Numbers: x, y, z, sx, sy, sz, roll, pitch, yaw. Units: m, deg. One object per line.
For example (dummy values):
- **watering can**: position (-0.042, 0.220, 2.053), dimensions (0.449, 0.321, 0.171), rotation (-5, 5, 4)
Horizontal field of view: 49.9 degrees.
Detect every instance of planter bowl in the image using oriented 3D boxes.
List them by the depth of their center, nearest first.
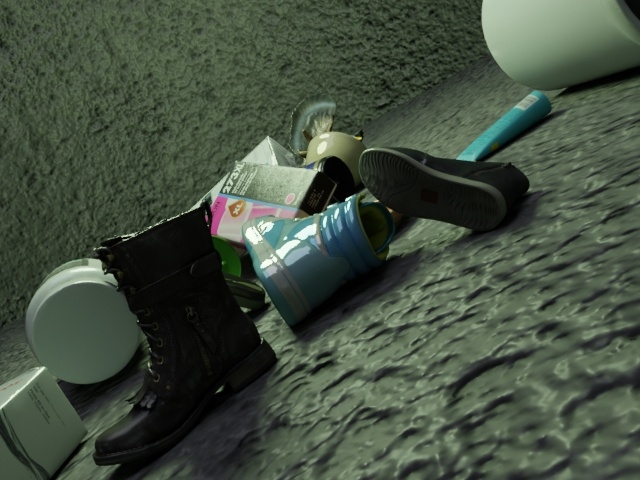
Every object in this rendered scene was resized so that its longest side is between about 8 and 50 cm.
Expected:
- **planter bowl**: position (0.035, -0.171, 1.688), dimensions (0.162, 0.162, 0.109), rotation (-20, 40, 39)

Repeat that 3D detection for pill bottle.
- **pill bottle**: position (-0.438, 0.144, 1.286), dimensions (0.204, 0.204, 0.361), rotation (-32, 11, -15)
- **pill bottle**: position (-0.037, -0.106, 1.605), dimensions (0.219, 0.123, 0.123), rotation (-21, 14, 37)

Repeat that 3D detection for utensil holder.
- **utensil holder**: position (0.530, -0.469, 1.294), dimensions (0.327, 0.327, 0.385), rotation (-32, 10, -15)

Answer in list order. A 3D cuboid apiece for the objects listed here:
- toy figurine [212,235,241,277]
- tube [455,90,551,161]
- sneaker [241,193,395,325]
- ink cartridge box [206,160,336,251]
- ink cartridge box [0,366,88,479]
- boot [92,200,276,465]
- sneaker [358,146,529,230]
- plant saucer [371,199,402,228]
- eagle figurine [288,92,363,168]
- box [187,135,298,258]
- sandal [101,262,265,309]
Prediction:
- **toy figurine**: position (-0.253, 0.090, 1.394), dimensions (0.173, 0.130, 0.159), rotation (-63, 11, -25)
- **tube**: position (0.343, -0.205, 1.301), dimensions (0.207, 0.052, 0.080), rotation (-37, 7, -10)
- **sneaker**: position (0.000, 0.000, 1.037), dimensions (0.208, 0.127, 0.319), rotation (-31, 22, -2)
- **ink cartridge box**: position (-0.136, -0.068, 1.398), dimensions (0.371, 0.069, 0.176), rotation (12, 72, 51)
- **ink cartridge box**: position (-0.451, 0.300, 0.834), dimensions (0.211, 0.121, 0.289), rotation (-26, 11, 16)
- **boot**: position (-0.194, 0.101, 0.797), dimensions (0.263, 0.229, 0.091), rotation (-35, 12, -27)
- **sneaker**: position (0.168, -0.081, 0.950), dimensions (0.222, 0.083, 0.118), rotation (25, 33, 28)
- **plant saucer**: position (0.061, -0.015, 1.176), dimensions (0.200, 0.037, 0.200), rotation (-27, 12, 6)
- **eagle figurine**: position (0.018, -0.264, 1.971), dimensions (0.225, 0.226, 0.298), rotation (6, 31, -3)
- **box**: position (-0.173, -0.077, 1.559), dimensions (0.290, 0.087, 0.169), rotation (-40, 42, 21)
- **sandal**: position (-0.237, 0.081, 1.137), dimensions (0.302, 0.086, 0.120), rotation (15, 9, 21)
